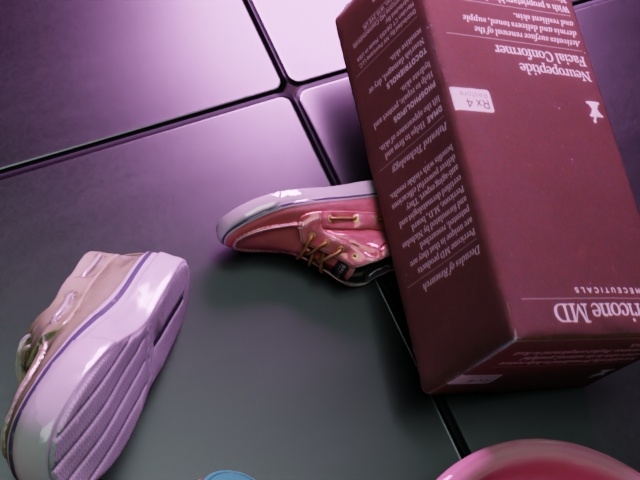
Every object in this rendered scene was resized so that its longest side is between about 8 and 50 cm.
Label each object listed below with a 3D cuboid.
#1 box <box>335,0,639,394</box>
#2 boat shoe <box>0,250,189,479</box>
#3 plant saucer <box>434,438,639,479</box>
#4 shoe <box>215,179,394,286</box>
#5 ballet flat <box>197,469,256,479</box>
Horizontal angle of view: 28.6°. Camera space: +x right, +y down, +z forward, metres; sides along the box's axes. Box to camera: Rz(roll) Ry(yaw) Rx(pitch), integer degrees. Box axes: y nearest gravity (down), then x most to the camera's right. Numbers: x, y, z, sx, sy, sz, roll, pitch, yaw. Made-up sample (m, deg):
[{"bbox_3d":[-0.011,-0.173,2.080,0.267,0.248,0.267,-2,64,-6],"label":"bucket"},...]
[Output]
[{"bbox_3d":[0.157,-0.064,1.123,0.191,0.143,0.382,1,66,-32],"label":"box"},{"bbox_3d":[-0.185,0.095,0.974,0.094,0.109,0.302,7,23,9],"label":"boat shoe"},{"bbox_3d":[0.189,0.322,0.978,0.332,0.084,0.332,13,54,-19],"label":"plant saucer"},{"bbox_3d":[0.000,0.000,1.125,0.177,0.063,0.081,-11,65,-23],"label":"shoe"},{"bbox_3d":[-0.040,0.307,0.938,0.107,0.106,0.316,7,27,-30],"label":"ballet flat"}]
